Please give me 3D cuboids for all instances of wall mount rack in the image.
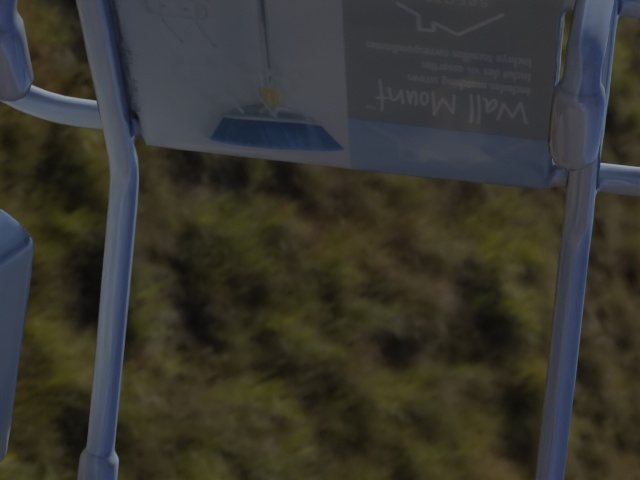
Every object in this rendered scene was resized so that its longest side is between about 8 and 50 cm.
[{"bbox_3d":[0.000,0.000,0.694,0.304,0.350,0.130,86,16,-50],"label":"wall mount rack"}]

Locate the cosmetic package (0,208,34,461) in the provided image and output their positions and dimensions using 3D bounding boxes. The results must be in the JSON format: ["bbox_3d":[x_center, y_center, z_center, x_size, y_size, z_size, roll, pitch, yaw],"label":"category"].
[{"bbox_3d":[-0.232,0.049,0.670,0.151,0.151,0.184,36,49,17],"label":"cosmetic package"}]
